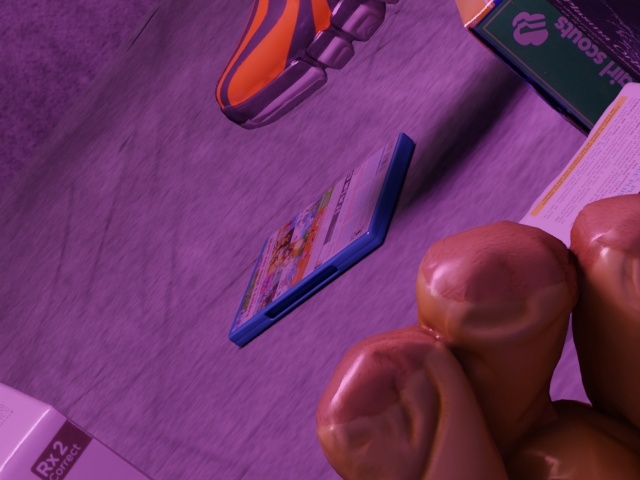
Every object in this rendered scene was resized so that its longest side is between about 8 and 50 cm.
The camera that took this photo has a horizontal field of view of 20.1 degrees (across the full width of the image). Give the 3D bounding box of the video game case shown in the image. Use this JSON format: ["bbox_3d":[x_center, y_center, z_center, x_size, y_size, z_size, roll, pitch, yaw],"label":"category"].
[{"bbox_3d":[0.000,0.000,1.338,0.166,0.015,0.119,-37,22,38],"label":"video game case"}]

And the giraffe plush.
[{"bbox_3d":[0.086,0.102,0.692,0.181,0.210,0.170,-14,-6,-12],"label":"giraffe plush"}]

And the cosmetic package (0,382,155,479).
[{"bbox_3d":[-0.175,0.197,1.141,0.151,0.151,0.184,-55,17,-10],"label":"cosmetic package"}]

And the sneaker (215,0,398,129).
[{"bbox_3d":[-0.007,-0.238,1.175,0.321,0.180,0.124,-53,13,7],"label":"sneaker"}]

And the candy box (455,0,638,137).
[{"bbox_3d":[0.218,-0.242,1.097,0.317,0.122,0.268,-48,16,15],"label":"candy box"}]

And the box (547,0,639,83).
[{"bbox_3d":[0.191,-0.123,0.859,0.093,0.156,0.158,-53,17,-3],"label":"box"}]

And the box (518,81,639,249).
[{"bbox_3d":[0.181,-0.010,0.816,0.100,0.060,0.244,-52,17,-3],"label":"box"}]
